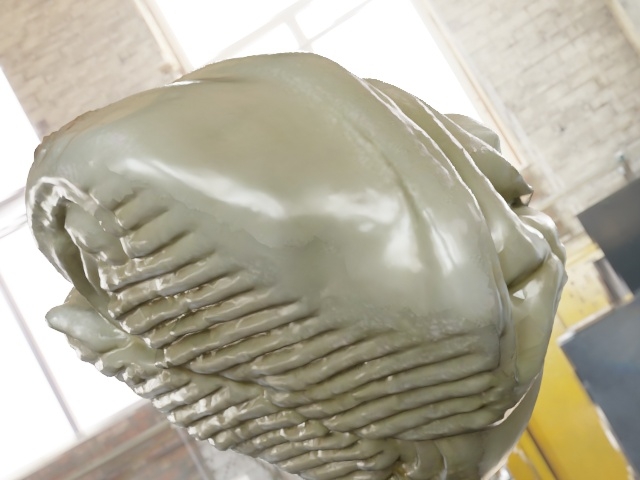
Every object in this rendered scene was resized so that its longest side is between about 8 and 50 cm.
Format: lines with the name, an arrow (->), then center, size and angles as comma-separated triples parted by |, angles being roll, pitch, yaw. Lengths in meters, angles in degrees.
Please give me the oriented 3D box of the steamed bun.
steamed bun -> -0.001, 0.006, 0.710 | 0.310, 0.324, 0.219 | 101, -168, -56
